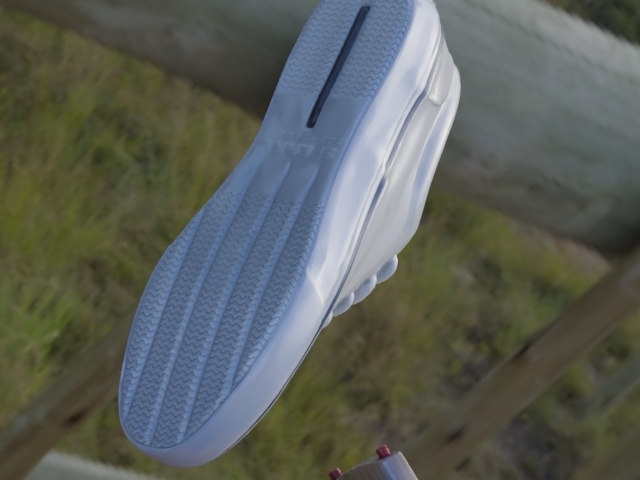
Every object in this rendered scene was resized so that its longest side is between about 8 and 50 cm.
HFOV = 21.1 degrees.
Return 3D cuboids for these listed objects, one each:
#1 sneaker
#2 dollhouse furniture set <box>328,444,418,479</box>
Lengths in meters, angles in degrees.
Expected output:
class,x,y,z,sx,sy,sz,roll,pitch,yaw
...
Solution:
class,x,y,z,sx,sy,sz,roll,pitch,yaw
sneaker,0.000,0.000,0.814,0.094,0.258,0.091,18,-17,42
dollhouse furniture set,0.028,0.158,0.690,0.129,0.184,0.129,-29,85,-30
